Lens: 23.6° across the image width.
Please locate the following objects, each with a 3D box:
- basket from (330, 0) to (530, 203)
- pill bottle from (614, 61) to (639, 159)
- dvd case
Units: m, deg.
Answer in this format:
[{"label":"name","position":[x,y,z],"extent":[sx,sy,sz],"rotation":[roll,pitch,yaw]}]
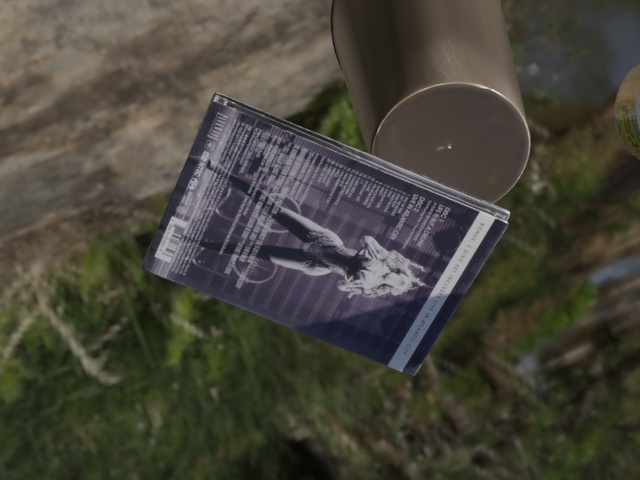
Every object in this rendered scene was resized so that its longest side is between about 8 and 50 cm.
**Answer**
[{"label":"basket","position":[0.094,-0.136,1.288],"extent":[0.154,0.227,0.204],"rotation":[-4,125,-3]},{"label":"pill bottle","position":[0.335,-0.117,1.370],"extent":[0.118,0.117,0.208],"rotation":[-24,-177,4]},{"label":"dvd case","position":[0.000,0.000,1.090],"extent":[0.018,0.221,0.164],"rotation":[-76,-169,-52]}]
